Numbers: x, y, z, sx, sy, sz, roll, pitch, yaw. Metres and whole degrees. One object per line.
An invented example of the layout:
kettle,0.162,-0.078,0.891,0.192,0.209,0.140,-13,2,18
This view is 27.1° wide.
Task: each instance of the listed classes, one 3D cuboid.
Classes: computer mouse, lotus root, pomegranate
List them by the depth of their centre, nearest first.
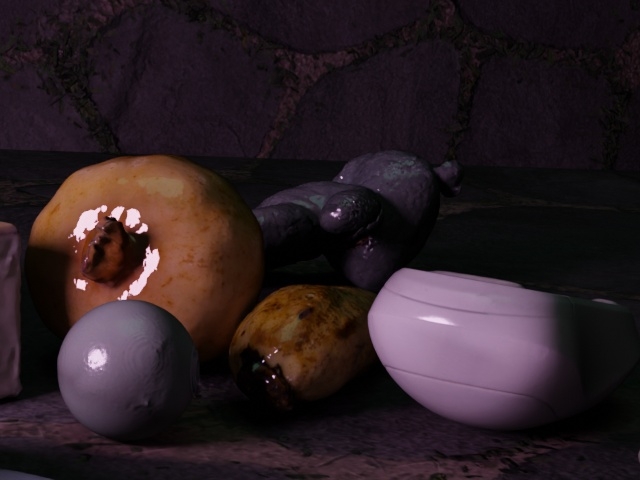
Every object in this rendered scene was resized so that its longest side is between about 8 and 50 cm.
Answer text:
computer mouse,0.153,0.092,1.077,0.184,0.121,0.297,7,-4,23
lotus root,-0.003,0.082,1.134,0.110,0.097,0.258,5,6,18
pomegranate,-0.147,0.023,1.145,0.207,0.207,0.207,4,10,-1

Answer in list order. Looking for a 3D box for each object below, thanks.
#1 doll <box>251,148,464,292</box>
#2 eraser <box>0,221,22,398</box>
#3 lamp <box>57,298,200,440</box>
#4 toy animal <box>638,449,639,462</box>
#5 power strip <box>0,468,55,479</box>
doll,0.005,0.006,1.526,0.340,0.158,0.246,-24,-5,-40
eraser,-0.386,0.033,1.103,0.343,0.144,0.078,11,13,36
lamp,-0.139,0.094,0.967,0.105,0.105,0.105,4,10,-1
toy animal,0.338,0.159,0.891,0.236,0.138,0.108,36,-15,28
power strip,-0.187,0.167,0.683,0.253,0.054,0.168,14,11,41
